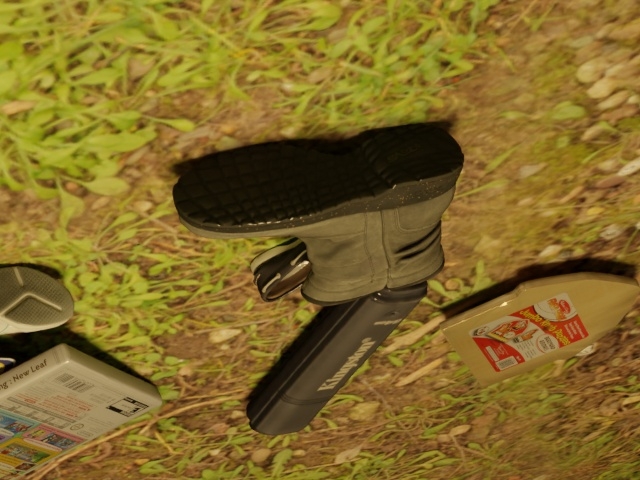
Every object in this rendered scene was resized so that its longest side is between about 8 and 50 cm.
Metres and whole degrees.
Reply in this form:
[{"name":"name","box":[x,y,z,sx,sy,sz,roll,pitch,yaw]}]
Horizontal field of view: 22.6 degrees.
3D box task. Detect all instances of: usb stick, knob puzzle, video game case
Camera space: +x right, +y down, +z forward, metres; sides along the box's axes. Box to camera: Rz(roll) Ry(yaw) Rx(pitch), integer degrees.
[{"name":"usb stick","box":[0.012,0.110,1.559,0.077,0.045,0.278,4,144,-31]},{"name":"knob puzzle","box":[0.229,0.074,1.627,0.213,0.030,0.213,-12,149,-7]},{"name":"video game case","box":[-0.271,0.166,1.485,0.193,0.023,0.212,-28,159,8]}]

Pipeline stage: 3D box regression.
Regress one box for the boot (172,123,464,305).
[{"name":"boot","box":[0.000,0.000,1.308,0.247,0.083,0.161,-9,139,-17]}]

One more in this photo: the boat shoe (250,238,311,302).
[{"name":"boat shoe","box":[-0.005,0.013,1.396,0.125,0.038,0.046,-28,149,18]}]

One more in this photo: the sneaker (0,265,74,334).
[{"name":"sneaker","box":[-0.280,0.056,1.321,0.152,0.053,0.061,0,156,-17]}]

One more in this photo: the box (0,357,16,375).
[{"name":"box","box":[-0.390,0.119,1.373,0.225,0.036,0.136,7,143,-36]}]
